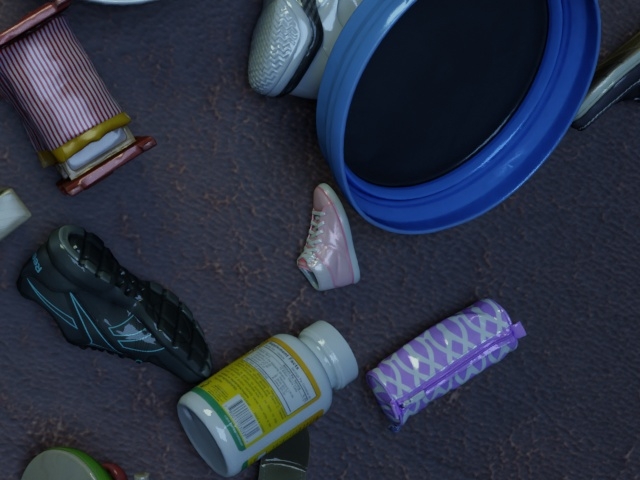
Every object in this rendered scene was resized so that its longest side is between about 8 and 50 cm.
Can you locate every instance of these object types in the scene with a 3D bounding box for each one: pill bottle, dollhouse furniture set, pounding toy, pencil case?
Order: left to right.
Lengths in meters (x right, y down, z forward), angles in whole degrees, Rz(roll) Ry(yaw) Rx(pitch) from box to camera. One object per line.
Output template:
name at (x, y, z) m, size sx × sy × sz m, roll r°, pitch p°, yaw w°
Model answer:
dollhouse furniture set at (-0.398, -0.091, 1.706) m, size 0.374 × 0.152 × 0.201 m, roll -35°, pitch 102°, yaw -12°
pounding toy at (-0.245, 0.330, 1.766) m, size 0.110 × 0.237 × 0.183 m, roll -5°, pitch 97°, yaw -47°
pill bottle at (-0.060, 0.186, 1.831) m, size 0.208 × 0.117 × 0.118 m, roll -33°, pitch 101°, yaw -22°
pencil case at (0.155, 0.154, 1.915) m, size 0.206 × 0.088 × 0.086 m, roll -34°, pitch 104°, yaw -13°

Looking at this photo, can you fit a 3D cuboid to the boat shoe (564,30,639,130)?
boat shoe at (0.438, -0.227, 1.973) m, size 0.285 × 0.103 × 0.092 m, roll -40°, pitch 98°, yaw -17°

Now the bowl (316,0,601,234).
bowl at (0.164, -0.189, 1.803) m, size 0.391 × 0.077 × 0.391 m, roll -23°, pitch 136°, yaw -24°

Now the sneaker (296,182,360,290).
sneaker at (0.000, 0.000, 1.880) m, size 0.070 × 0.051 × 0.134 m, roll -19°, pitch 102°, yaw -20°

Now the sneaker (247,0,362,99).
sneaker at (0.055, -0.330, 1.841) m, size 0.210 × 0.137 × 0.366 m, roll 16°, pitch 92°, yaw -18°

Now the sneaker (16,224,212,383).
sneaker at (-0.244, 0.090, 1.806) m, size 0.106 × 0.101 × 0.267 m, roll -40°, pitch 113°, yaw 20°

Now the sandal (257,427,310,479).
sandal at (-0.063, 0.341, 1.872) m, size 0.088 × 0.079 × 0.240 m, roll 15°, pitch 66°, yaw -5°

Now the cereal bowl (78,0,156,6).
cereal bowl at (-0.242, -0.436, 1.740) m, size 0.339 × 0.141 × 0.339 m, roll -1°, pitch 93°, yaw -16°
